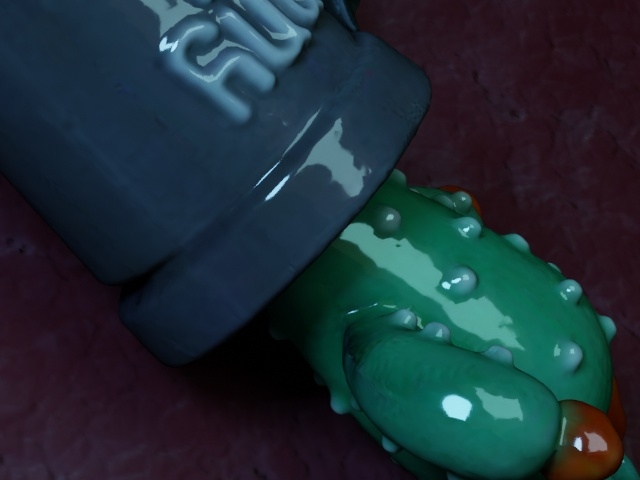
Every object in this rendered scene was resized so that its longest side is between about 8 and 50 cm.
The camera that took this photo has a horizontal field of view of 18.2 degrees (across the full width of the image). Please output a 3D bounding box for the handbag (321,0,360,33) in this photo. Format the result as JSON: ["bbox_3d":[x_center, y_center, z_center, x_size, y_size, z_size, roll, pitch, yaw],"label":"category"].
[{"bbox_3d":[-0.045,-0.247,1.084,0.079,0.260,0.247,-14,48,10],"label":"handbag"}]

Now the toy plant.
[{"bbox_3d":[0.003,0.001,0.933,0.400,0.279,0.185,43,82,-15],"label":"toy plant"}]
